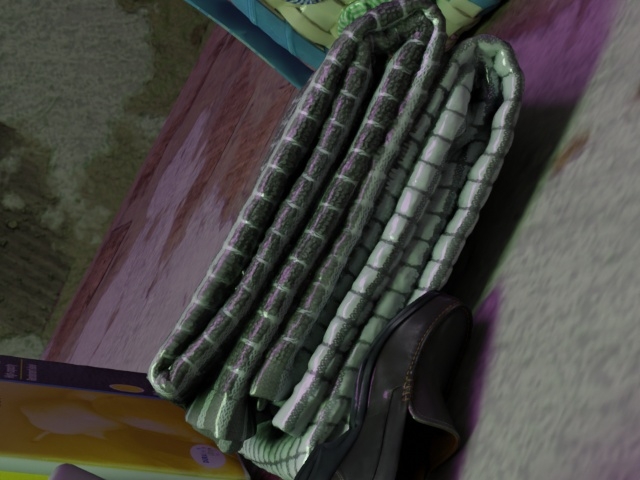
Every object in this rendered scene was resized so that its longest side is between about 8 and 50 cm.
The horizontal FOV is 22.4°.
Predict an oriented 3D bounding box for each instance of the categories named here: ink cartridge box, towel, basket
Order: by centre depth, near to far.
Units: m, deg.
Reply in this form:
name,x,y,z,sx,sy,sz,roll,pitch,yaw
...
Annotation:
name,x,y,z,sx,sy,sz,roll,pitch,yaw
towel,0.000,0.000,0.982,0.283,0.121,0.235,-62,6,-5
ink cartridge box,-0.222,0.141,1.168,0.303,0.307,0.072,-139,59,-76
basket,-0.005,-0.226,1.232,0.289,0.255,0.201,-21,43,53

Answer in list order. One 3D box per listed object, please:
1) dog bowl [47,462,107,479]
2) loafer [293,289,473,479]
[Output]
name,x,y,z,sx,sy,sz,roll,pitch,yaw
dog bowl,-0.095,0.211,0.509,0.264,0.104,0.265,-64,4,8
loafer,0.045,0.097,0.821,0.061,0.062,0.170,7,53,34
